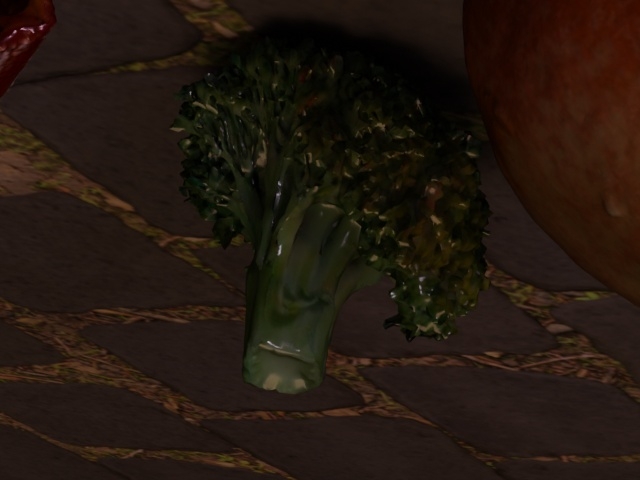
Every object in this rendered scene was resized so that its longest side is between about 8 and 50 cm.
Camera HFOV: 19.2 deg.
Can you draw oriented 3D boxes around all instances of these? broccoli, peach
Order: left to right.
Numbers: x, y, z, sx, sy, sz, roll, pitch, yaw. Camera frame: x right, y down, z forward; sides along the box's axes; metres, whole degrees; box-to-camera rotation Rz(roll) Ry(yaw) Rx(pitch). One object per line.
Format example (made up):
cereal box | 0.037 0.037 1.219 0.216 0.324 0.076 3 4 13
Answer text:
broccoli | 0.000 0.000 1.086 0.220 0.194 0.194 27 155 -21
peach | 0.182 -0.084 0.754 0.232 0.232 0.256 15 149 -9

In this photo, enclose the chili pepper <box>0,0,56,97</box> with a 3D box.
chili pepper | -0.249 -0.099 1.046 0.134 0.131 0.338 -6 164 -27
